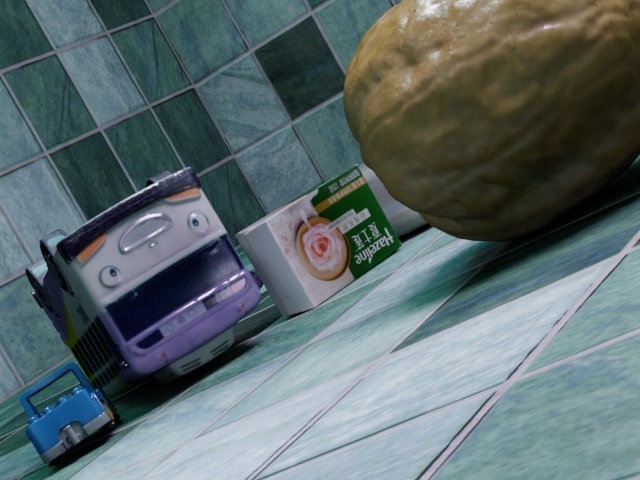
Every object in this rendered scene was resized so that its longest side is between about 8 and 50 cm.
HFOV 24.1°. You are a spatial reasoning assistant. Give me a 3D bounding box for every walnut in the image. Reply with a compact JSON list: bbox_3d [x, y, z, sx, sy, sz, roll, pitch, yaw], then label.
[{"bbox_3d":[0.202,-0.162,1.522,0.344,0.306,0.306,-28,4,22],"label":"walnut"}]

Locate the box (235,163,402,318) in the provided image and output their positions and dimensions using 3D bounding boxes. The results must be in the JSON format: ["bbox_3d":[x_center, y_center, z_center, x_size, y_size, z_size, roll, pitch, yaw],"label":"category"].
[{"bbox_3d":[0.000,0.000,2.041,0.199,0.135,0.081,-34,6,-38],"label":"box"}]

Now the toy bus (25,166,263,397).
[{"bbox_3d":[-0.243,0.074,2.042,0.209,0.249,0.440,-31,-2,-18],"label":"toy bus"}]

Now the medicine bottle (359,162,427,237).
[{"bbox_3d":[0.152,-0.099,2.301,0.282,0.123,0.375,-25,5,37],"label":"medicine bottle"}]

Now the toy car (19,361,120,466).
[{"bbox_3d":[-0.317,0.214,1.871,0.097,0.100,0.191,-34,0,-6],"label":"toy car"}]
